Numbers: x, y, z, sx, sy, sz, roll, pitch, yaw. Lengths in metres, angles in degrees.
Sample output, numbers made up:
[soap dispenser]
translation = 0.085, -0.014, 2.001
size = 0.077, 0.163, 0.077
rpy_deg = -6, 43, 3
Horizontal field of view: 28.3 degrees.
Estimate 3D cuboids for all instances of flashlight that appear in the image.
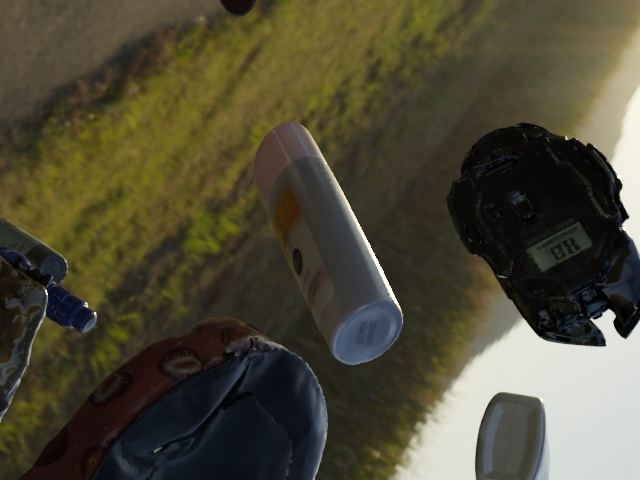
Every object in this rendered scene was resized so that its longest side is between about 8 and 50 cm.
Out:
[flashlight]
translation = -0.250, 0.045, 1.113
size = 0.035, 0.121, 0.057
rpy_deg = -64, 165, 22

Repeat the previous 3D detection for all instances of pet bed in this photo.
[pet bed]
translation = -0.071, 0.133, 0.655
size = 0.201, 0.053, 0.201
rpy_deg = -33, 138, -35

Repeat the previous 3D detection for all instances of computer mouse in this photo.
[computer mouse]
translation = 0.203, -0.005, 1.108
size = 0.146, 0.242, 0.077
rpy_deg = -27, 146, 6

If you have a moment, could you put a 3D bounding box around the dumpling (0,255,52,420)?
[dumpling]
translation = -0.291, 0.143, 0.763
size = 0.086, 0.166, 0.332
rpy_deg = -7, 120, -78

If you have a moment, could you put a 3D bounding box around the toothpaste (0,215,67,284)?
[toothpaste]
translation = -0.341, -0.009, 1.305
size = 0.039, 0.239, 0.062
rpy_deg = -22, 125, -39

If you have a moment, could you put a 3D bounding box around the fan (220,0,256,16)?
[fan]
translation = -0.126, -0.334, 1.651
size = 0.005, 0.133, 0.085
rpy_deg = -16, 106, -43

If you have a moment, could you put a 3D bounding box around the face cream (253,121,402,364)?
[face cream]
translation = 0.000, 0.000, 0.967
size = 0.057, 0.198, 0.084
rpy_deg = -9, 136, -21

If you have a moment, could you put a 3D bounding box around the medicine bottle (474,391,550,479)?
[medicine bottle]
translation = 0.203, 0.237, 1.322
size = 0.183, 0.069, 0.119
rpy_deg = 69, 31, -62
